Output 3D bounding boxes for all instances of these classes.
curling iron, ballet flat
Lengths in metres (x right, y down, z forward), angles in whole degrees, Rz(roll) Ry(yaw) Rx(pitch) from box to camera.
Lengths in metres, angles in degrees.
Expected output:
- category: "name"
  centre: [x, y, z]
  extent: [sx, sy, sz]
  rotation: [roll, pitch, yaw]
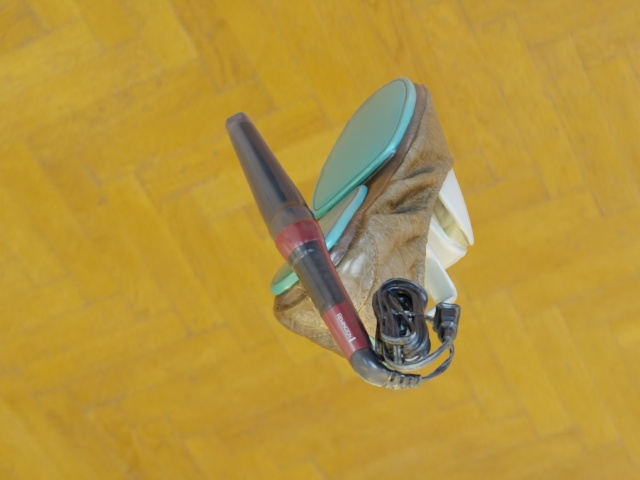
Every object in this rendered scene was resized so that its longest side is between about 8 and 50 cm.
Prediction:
- category: "curling iron"
  centre: [0.000, 0.000, 0.861]
  extent: [0.068, 0.274, 0.035]
  rotation: [-9, 126, -26]
- category: "ballet flat"
  centre: [0.054, -0.007, 1.047]
  extent: [0.116, 0.342, 0.124]
  rotation: [-40, 103, 23]
